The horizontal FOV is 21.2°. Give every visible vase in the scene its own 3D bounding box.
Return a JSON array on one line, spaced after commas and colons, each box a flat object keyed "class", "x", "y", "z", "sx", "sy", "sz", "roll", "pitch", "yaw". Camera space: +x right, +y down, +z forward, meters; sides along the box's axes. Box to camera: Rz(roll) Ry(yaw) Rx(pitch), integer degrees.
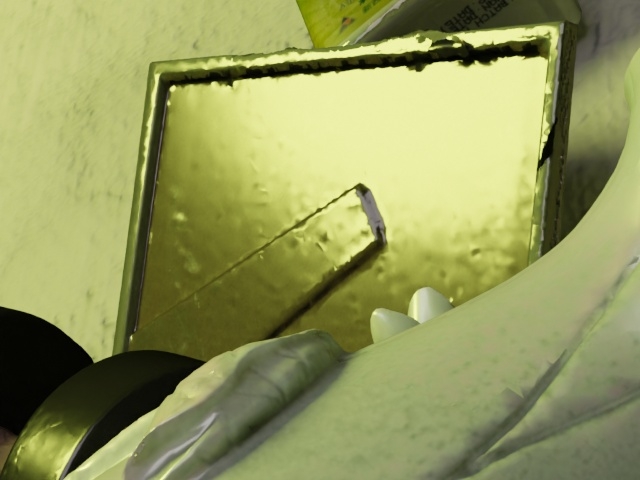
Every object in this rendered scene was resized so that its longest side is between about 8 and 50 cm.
[{"class": "vase", "x": 0.030, "y": 0.131, "z": 0.598, "sx": 0.445, "sy": 0.250, "sz": 0.250, "roll": -41, "pitch": 38, "yaw": -4}]

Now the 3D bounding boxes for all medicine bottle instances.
[{"class": "medicine bottle", "x": 0.051, "y": -0.158, "z": 0.966, "sx": 0.132, "sy": 0.088, "sz": 0.188, "roll": -37, "pitch": 39, "yaw": 14}]

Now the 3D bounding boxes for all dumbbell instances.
[{"class": "dumbbell", "x": -0.126, "y": 0.115, "z": 0.819, "sx": 0.218, "sy": 0.152, "sz": 0.152, "roll": 10, "pitch": 62, "yaw": 46}]

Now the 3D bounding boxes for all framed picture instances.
[{"class": "framed picture", "x": 0.000, "y": 0.000, "z": 0.856, "sx": 0.281, "sy": 0.019, "sz": 0.208, "roll": 1, "pitch": 81, "yaw": 42}]
